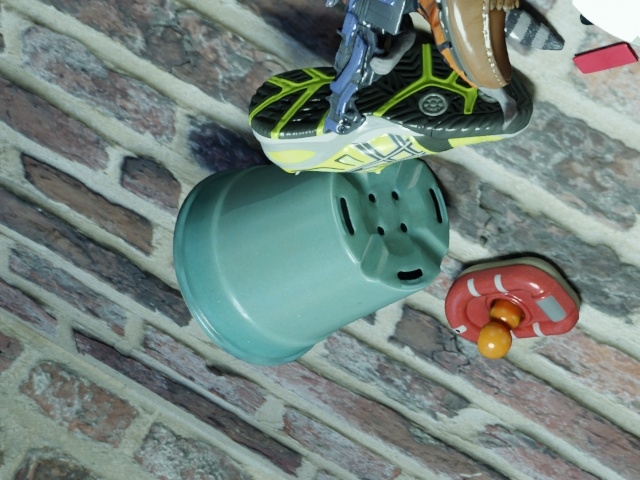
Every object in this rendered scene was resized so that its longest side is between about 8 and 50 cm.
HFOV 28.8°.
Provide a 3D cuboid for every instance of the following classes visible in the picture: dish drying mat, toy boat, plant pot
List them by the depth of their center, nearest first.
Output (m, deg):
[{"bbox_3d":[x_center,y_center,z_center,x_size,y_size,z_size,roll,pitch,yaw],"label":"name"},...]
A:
[{"bbox_3d":[0.362,-0.231,1.585,0.083,0.008,0.032,-10,130,48],"label":"dish drying mat"},{"bbox_3d":[0.000,0.000,1.965,0.341,0.341,0.334,45,140,-21],"label":"plant pot"},{"bbox_3d":[0.295,0.126,2.018,0.151,0.151,0.231,47,147,-22],"label":"toy boat"}]

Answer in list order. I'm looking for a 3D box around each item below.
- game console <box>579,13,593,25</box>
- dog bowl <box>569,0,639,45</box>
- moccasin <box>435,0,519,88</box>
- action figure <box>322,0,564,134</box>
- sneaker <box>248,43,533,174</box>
[{"bbox_3d":[0.369,-0.275,1.446,0.107,0.071,0.122,-3,146,-5],"label":"game console"},{"bbox_3d":[0.369,-0.333,1.290,0.265,0.104,0.265,17,135,18],"label":"dog bowl"},{"bbox_3d":[0.196,-0.352,1.371,0.147,0.139,0.380,1,110,11],"label":"moccasin"},{"bbox_3d":[0.129,-0.274,1.583,0.330,0.178,0.341,32,125,11],"label":"action figure"},{"bbox_3d":[0.101,-0.171,1.728,0.385,0.145,0.147,-1,151,10],"label":"sneaker"}]
